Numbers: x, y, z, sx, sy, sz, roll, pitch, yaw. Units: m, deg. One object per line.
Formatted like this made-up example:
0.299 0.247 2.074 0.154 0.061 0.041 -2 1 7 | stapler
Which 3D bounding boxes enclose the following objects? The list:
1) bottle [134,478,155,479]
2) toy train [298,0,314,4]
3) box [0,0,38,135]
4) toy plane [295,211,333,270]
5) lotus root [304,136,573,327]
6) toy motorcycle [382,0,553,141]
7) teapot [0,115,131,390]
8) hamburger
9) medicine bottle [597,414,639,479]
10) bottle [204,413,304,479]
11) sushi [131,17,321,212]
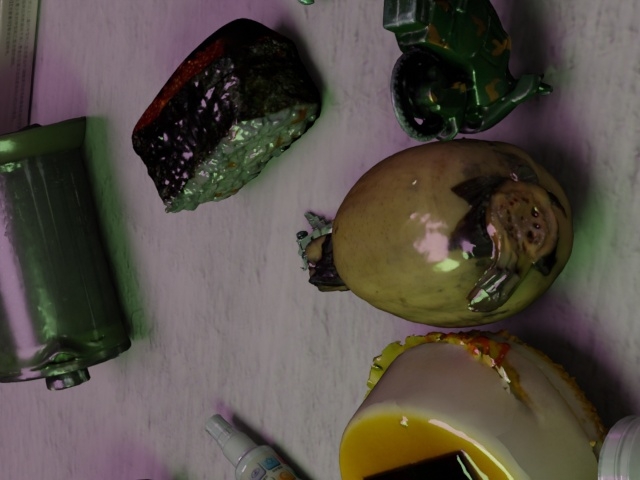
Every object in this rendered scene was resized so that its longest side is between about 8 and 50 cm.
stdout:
-0.158 0.470 1.813 0.351 0.171 0.172 42 129 29 | bottle
-0.019 -0.306 1.508 0.081 0.050 0.122 30 121 53 | toy train
-0.464 -0.292 1.987 0.200 0.065 0.344 34 125 37 | box
-0.002 0.000 1.593 0.083 0.033 0.080 -39 59 46 | toy plane
0.098 0.001 1.372 0.310 0.182 0.183 -17 89 54 | lotus root
0.126 -0.213 1.300 0.124 0.187 0.275 -5 80 42 | toy motorcycle
-0.369 0.022 1.904 0.270 0.200 0.337 -170 67 -73 | teapot
0.155 0.216 1.376 0.294 0.179 0.276 59 143 1 | hamburger
0.379 0.188 1.166 0.324 0.124 0.179 -12 96 47 | medicine bottle
-0.061 0.279 1.726 0.217 0.060 0.060 42 129 32 | bottle
-0.102 -0.128 1.591 0.225 0.136 0.126 -46 70 37 | sushi
